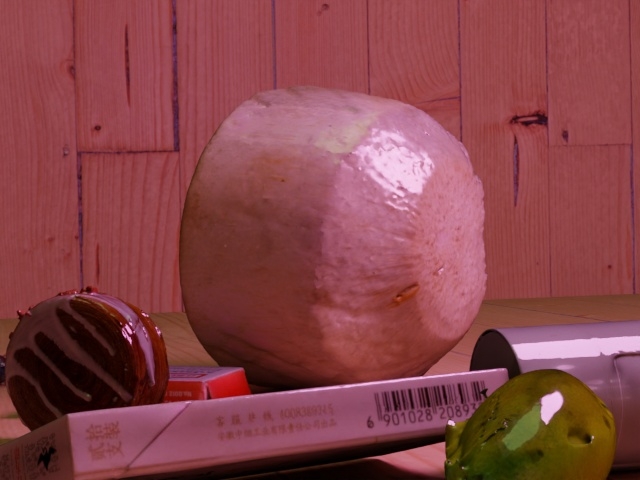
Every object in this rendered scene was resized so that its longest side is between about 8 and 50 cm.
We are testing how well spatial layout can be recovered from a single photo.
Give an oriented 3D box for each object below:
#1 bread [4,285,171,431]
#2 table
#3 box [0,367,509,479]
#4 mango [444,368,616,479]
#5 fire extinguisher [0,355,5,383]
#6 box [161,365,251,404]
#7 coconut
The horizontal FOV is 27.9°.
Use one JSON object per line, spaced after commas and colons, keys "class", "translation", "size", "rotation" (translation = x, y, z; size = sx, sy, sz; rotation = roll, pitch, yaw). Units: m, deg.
{"class": "bread", "translation": [-0.231, 0.124, 1.253], "size": [0.160, 0.161, 0.073], "rotation": [-1, 4, 23]}
{"class": "table", "translation": [0.246, 0.129, 1.071], "size": [0.220, 0.126, 0.126], "rotation": [-1, 1, -14]}
{"class": "box", "translation": [-0.054, 0.152, 0.983], "size": [0.365, 0.051, 0.204], "rotation": [-3, -14, -32]}
{"class": "mango", "translation": [0.144, 0.151, 0.891], "size": [0.119, 0.100, 0.178], "rotation": [-35, -4, 24]}
{"class": "fire extinguisher", "translation": [-0.469, 0.178, 1.801], "size": [0.064, 0.043, 0.158], "rotation": [46, -23, -25]}
{"class": "box", "translation": [-0.201, 0.173, 1.463], "size": [0.229, 0.050, 0.123], "rotation": [-1, 3, 17]}
{"class": "coconut", "translation": [0.000, 0.000, 1.623], "size": [0.415, 0.415, 0.344], "rotation": [-1, -2, 38]}
